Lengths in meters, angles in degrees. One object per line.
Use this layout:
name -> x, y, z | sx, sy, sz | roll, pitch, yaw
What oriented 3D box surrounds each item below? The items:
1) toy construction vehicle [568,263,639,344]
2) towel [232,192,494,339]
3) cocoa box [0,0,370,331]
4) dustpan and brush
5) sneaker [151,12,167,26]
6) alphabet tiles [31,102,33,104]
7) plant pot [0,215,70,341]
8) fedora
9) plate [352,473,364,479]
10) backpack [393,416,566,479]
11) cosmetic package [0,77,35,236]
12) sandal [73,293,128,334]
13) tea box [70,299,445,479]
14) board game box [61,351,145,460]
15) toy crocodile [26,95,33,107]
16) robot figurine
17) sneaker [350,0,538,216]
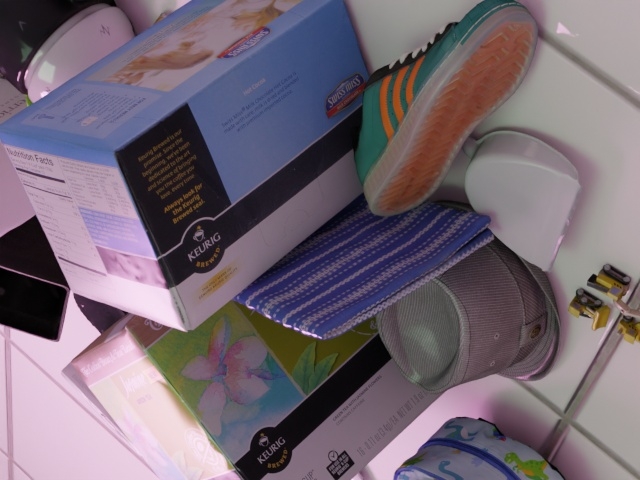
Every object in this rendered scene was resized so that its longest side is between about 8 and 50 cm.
toy construction vehicle -> 0.309, 0.075, 1.614 | 0.098, 0.035, 0.086 | 35, 146, 23
towel -> 0.000, 0.000, 1.678 | 0.336, 0.243, 0.040 | 22, 137, 53
cocoa box -> -0.129, -0.105, 1.674 | 0.231, 0.347, 0.228 | 13, 133, 46
dustpan and brush -> 0.181, -0.077, 1.607 | 0.211, 0.060, 0.147 | 31, 141, 16
sneaker -> -0.198, -0.256, 1.911 | 0.037, 0.032, 0.083 | 36, 153, -3
alphabet tiles -> -0.318, -0.086, 2.074 | 0.198, 0.009, 0.237 | 43, 165, 2
plant pot -> -0.464, 0.024, 2.370 | 0.187, 0.167, 0.188 | 18, 146, -4
fedora -> 0.149, 0.088, 1.745 | 0.244, 0.124, 0.275 | 37, 147, 20
plate -> -0.099, 0.300, 2.271 | 0.277, 0.045, 0.278 | -22, 107, 27
backpack -> 0.212, 0.392, 1.907 | 0.290, 0.273, 0.355 | 29, 131, 41
cosmetic package -> -0.610, -0.153, 2.341 | 0.453, 0.230, 0.161 | 20, 137, 38
sandal -> -0.246, 0.229, 2.405 | 0.446, 0.107, 0.167 | 40, 148, 15
tea box -> -0.068, 0.159, 1.895 | 0.323, 0.329, 0.220 | 52, 149, -4
board game box -> -0.329, 0.292, 2.529 | 0.193, 0.053, 0.305 | 45, 170, 9
toy crocodile -> -0.308, -0.148, 2.100 | 0.340, 0.105, 0.115 | 43, 165, 6
robot figurine -> -0.360, -0.288, 1.945 | 0.278, 0.173, 0.209 | 44, -174, 9
sneaker -> 0.107, -0.157, 1.550 | 0.302, 0.108, 0.121 | -54, 51, 44
